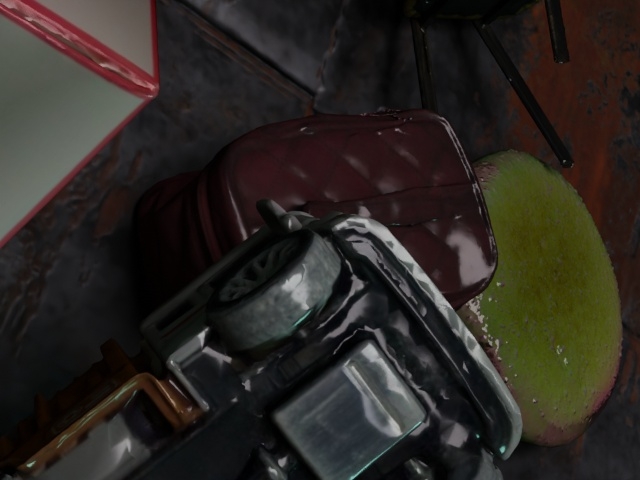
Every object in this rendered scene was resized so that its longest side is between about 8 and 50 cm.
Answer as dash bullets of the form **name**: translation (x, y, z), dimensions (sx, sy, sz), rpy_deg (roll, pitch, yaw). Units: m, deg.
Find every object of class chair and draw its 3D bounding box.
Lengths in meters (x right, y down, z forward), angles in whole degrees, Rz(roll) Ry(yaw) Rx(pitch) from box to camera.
- **chair**: translation (0.127, -0.193, 1.231), dimensions (0.172, 0.159, 0.247), rpy_deg (-2, 65, -35)

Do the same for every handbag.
- **handbag**: translation (0.000, 0.000, 1.123), dimensions (0.225, 0.135, 0.146), rpy_deg (-9, 80, -38)

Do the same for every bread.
- **bread**: translation (0.163, 0.041, 1.278), dimensions (0.228, 0.033, 0.228), rpy_deg (19, 65, -48)

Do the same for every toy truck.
- **toy truck**: translation (-0.101, 0.145, 0.882), dimensions (0.387, 0.207, 0.173), rpy_deg (-38, 105, -6)

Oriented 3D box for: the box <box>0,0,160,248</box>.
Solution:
- **box**: translation (-0.276, -0.135, 0.762), dimensions (0.300, 0.312, 0.314), rpy_deg (31, 32, -30)
